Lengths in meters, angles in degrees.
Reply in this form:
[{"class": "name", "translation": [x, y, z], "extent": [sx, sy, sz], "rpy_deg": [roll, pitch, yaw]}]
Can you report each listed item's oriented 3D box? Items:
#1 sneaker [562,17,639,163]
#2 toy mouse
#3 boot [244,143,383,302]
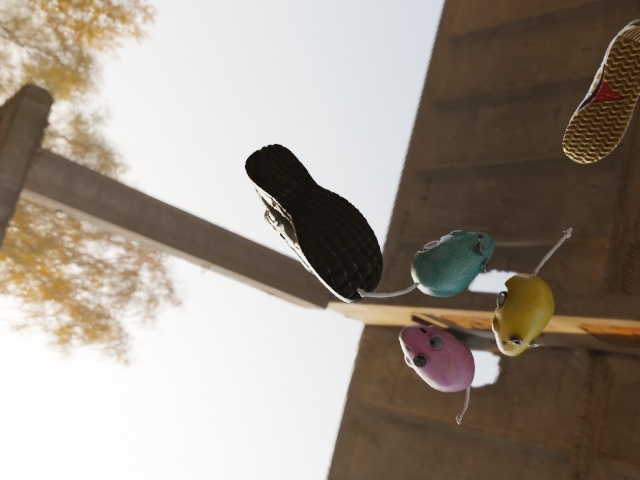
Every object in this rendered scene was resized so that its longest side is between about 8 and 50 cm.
[{"class": "sneaker", "translation": [0.363, -0.180, 0.899], "extent": [0.084, 0.070, 0.185], "rpy_deg": [-44, 159, -48]}, {"class": "toy mouse", "translation": [0.095, 0.052, 0.507], "extent": [0.031, 0.143, 0.161], "rpy_deg": [-133, -120, -71]}, {"class": "boot", "translation": [0.000, 0.000, 0.906], "extent": [0.083, 0.161, 0.246], "rpy_deg": [-33, -119, -10]}]
